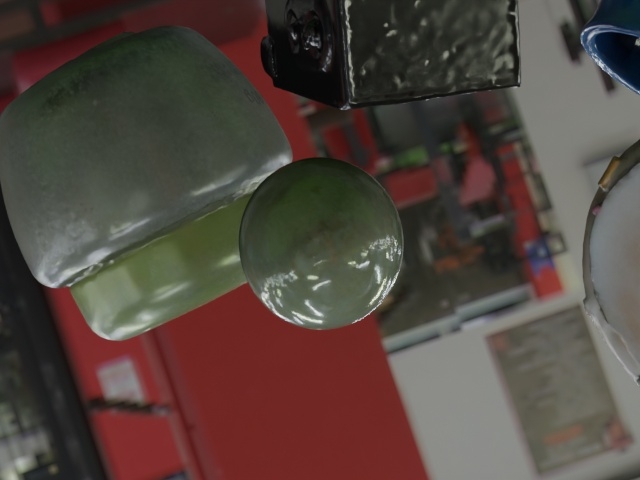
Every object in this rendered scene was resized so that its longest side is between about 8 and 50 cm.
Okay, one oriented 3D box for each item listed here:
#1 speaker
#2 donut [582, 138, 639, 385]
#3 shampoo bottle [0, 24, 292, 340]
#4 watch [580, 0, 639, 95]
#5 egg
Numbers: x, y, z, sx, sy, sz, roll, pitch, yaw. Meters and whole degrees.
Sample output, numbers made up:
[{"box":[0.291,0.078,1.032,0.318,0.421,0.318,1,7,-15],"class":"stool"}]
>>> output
[{"box":[0.049,-0.251,1.658,0.184,0.232,0.254,-7,-168,-16],"class":"speaker"},{"box":[0.466,0.030,1.963,0.382,0.382,0.142,-20,-174,35],"class":"donut"},{"box":[-0.195,-0.072,2.070,0.322,0.317,0.322,-24,-178,1],"class":"shampoo bottle"},{"box":[0.467,-0.223,2.138,0.274,0.241,0.305,20,166,45],"class":"watch"},{"box":[0.000,0.000,1.281,0.114,0.114,0.152,-19,-155,2],"class":"egg"}]
